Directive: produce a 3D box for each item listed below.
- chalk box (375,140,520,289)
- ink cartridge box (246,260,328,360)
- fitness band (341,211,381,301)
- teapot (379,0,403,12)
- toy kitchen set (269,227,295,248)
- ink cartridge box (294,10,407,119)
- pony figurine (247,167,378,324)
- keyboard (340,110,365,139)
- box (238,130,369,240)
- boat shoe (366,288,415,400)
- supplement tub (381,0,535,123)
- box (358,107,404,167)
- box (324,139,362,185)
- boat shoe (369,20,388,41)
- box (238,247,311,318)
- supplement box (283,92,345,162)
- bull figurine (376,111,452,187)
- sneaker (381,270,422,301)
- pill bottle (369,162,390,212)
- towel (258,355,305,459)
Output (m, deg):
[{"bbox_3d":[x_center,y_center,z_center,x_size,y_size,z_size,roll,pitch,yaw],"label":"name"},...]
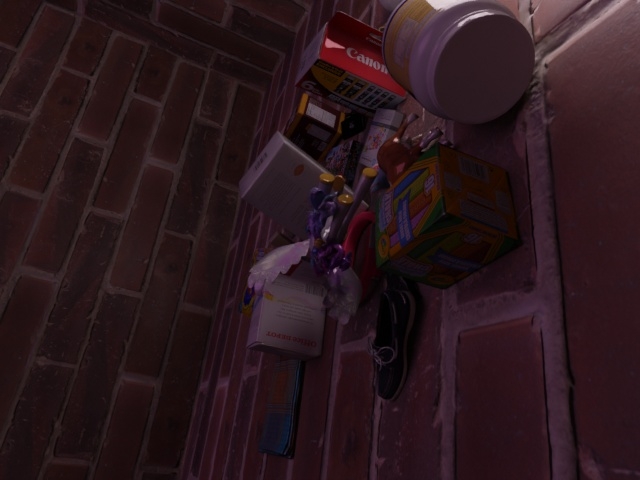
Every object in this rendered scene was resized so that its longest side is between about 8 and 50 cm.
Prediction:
[{"bbox_3d":[0.226,-0.025,0.962,0.289,0.180,0.179,131,149,-51],"label":"chalk box"},{"bbox_3d":[-0.104,0.222,1.554,0.131,0.225,0.307,-38,39,58],"label":"ink cartridge box"},{"bbox_3d":[0.116,0.052,1.375,0.209,0.054,0.291,148,136,-64],"label":"fitness band"},{"bbox_3d":[0.256,-0.905,1.571,0.256,0.186,0.253,177,109,-69],"label":"teapot"},{"bbox_3d":[-0.115,-0.068,2.023,0.207,0.122,0.166,-45,28,14],"label":"toy kitchen set"},{"bbox_3d":[0.115,-0.530,1.457,0.271,0.309,0.130,165,120,-67],"label":"ink cartridge box"},{"bbox_3d":[0.014,0.010,1.241,0.351,0.302,0.364,-49,-21,-52],"label":"pony figurine"},{"bbox_3d":[0.131,-0.446,1.771,0.192,0.038,0.100,-178,81,-68],"label":"keyboard"},{"bbox_3d":[-0.056,-0.147,1.487,0.215,0.345,0.168,-50,25,11],"label":"box"},{"bbox_3d":[0.153,0.237,1.058,0.095,0.079,0.255,25,106,62],"label":"boat shoe"},{"bbox_3d":[0.285,-0.406,1.020,0.241,0.240,0.331,-62,22,27],"label":"supplement tub"},{"bbox_3d":[0.189,-0.320,1.482,0.145,0.038,0.186,-130,55,-65],"label":"box"},{"bbox_3d":[0.072,-0.278,1.753,0.233,0.044,0.159,4,77,69],"label":"box"},{"bbox_3d":[0.236,-0.666,1.544,0.097,0.116,0.324,-63,26,12],"label":"boat shoe"},{"bbox_3d":[-0.180,0.184,1.855,0.290,0.176,0.280,-5,68,68],"label":"box"},{"bbox_3d":[-0.033,-0.462,1.937,0.191,0.194,0.129,-48,24,48],"label":"supplement box"},{"bbox_3d":[0.223,-0.196,1.153,0.188,0.101,0.310,-46,28,15],"label":"bull figurine"},{"bbox_3d":[0.194,0.086,1.143,0.089,0.051,0.170,-52,34,44],"label":"sneaker"},{"bbox_3d":[0.180,-0.134,1.294,0.087,0.087,0.160,-52,29,44],"label":"pill bottle"},{"bbox_3d":[-0.134,0.553,1.639,0.271,0.040,0.371,-36,41,57],"label":"towel"}]
